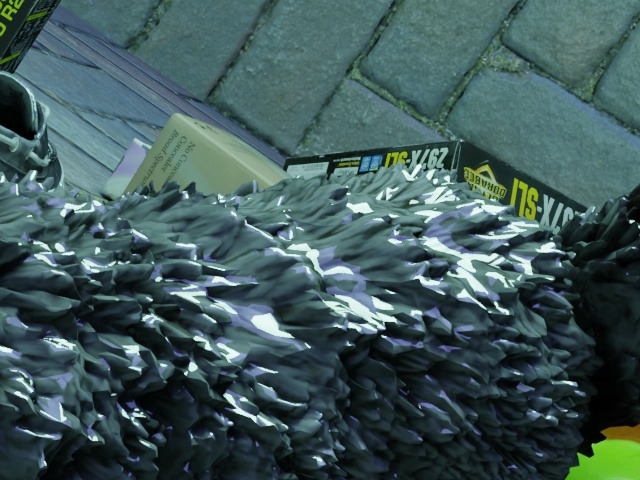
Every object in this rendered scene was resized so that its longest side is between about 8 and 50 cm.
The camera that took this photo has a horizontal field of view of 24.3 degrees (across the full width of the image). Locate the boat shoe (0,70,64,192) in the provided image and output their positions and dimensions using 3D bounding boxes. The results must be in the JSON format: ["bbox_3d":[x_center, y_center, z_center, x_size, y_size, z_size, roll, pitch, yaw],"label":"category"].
[{"bbox_3d":[-0.261,-0.084,1.181,0.108,0.102,0.301,34,7,8],"label":"boat shoe"}]

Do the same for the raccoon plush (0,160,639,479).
[{"bbox_3d":[0.000,0.000,0.549,0.216,0.446,0.299,53,3,31],"label":"raccoon plush"}]

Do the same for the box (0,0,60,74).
[{"bbox_3d":[-0.313,-0.227,1.481,0.060,0.216,0.270,34,7,-10],"label":"box"}]

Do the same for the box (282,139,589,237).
[{"bbox_3d":[0.152,-0.014,1.611,0.257,0.079,0.322,-5,-21,45],"label":"box"}]

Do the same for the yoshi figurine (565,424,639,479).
[{"bbox_3d":[0.182,0.244,0.747,0.362,0.203,0.204,56,-5,43],"label":"yoshi figurine"}]

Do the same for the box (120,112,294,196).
[{"bbox_3d":[-0.026,0.038,1.255,0.311,0.148,0.121,35,8,26],"label":"box"}]

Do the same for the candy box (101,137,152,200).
[{"bbox_3d":[-0.107,-0.015,1.560,0.165,0.070,0.196,38,7,34],"label":"candy box"}]
